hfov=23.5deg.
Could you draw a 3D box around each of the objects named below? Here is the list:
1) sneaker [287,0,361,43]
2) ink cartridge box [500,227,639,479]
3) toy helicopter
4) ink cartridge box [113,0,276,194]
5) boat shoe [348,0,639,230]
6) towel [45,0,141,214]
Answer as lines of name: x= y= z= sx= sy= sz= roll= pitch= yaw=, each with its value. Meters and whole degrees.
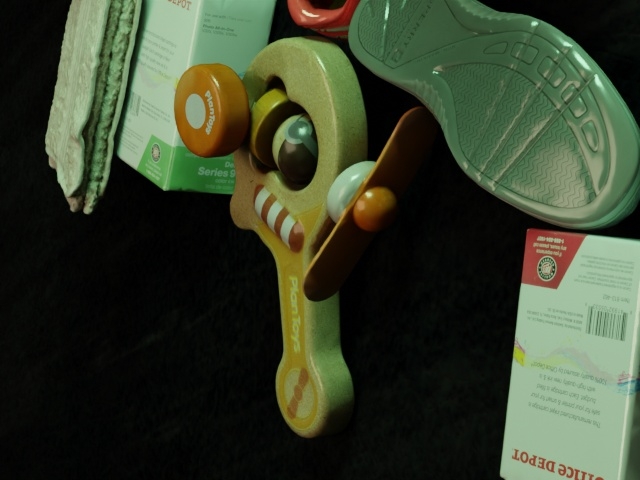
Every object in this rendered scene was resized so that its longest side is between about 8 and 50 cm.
sneaker: x=0.064 y=-0.237 z=1.234 sx=0.279 sy=0.118 sz=0.107 roll=-42 pitch=52 yaw=50
ink cartridge box: x=0.190 y=0.085 z=1.012 sx=0.127 sy=0.072 sz=0.175 roll=10 pitch=95 yaw=60
toy helicopter: x=0.000 y=0.000 z=1.343 sx=0.235 sy=0.140 sz=0.355 roll=5 pitch=101 yaw=51
ink cartridge box: x=-0.133 y=-0.170 z=1.595 sx=0.154 sy=0.093 sz=0.212 roll=33 pitch=117 yaw=57
boat shoe: x=0.138 y=-0.103 z=1.126 sx=0.118 sy=0.103 sz=0.320 roll=-57 pitch=42 yaw=9
towel: x=-0.252 y=-0.186 z=1.683 sx=0.187 sy=0.049 sz=0.282 roll=-128 pitch=48 yaw=-60
